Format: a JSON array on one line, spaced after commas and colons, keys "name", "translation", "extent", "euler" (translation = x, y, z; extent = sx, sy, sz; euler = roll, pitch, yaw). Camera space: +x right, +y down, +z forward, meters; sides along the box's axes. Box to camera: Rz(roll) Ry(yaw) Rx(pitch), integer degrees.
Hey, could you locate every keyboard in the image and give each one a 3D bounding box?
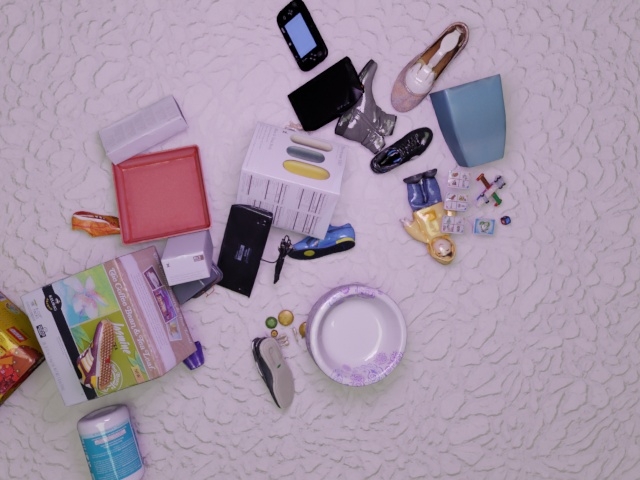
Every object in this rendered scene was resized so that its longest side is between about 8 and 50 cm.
[{"name": "keyboard", "translation": [-0.184, 0.041, 1.758], "extent": [0.201, 0.033, 0.317], "euler": [21, 129, 1]}]

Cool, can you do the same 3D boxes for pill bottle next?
[{"name": "pill bottle", "translation": [-0.595, 0.621, 1.789], "extent": [0.146, 0.146, 0.264], "euler": [-15, 92, -2]}]

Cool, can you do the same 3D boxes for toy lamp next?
[{"name": "toy lamp", "translation": [-0.421, 0.248, 1.818], "extent": [0.080, 0.080, 0.275], "euler": [-26, 93, -1]}]

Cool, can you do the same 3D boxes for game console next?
[{"name": "game console", "translation": [-0.030, -0.513, 1.790], "extent": [0.213, 0.044, 0.361], "euler": [-29, 84, 23]}]

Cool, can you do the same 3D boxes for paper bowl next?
[{"name": "paper bowl", "translation": [0.095, 0.266, 1.797], "extent": [0.284, 0.148, 0.284], "euler": [0, 92, -11]}]

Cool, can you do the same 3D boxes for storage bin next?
[{"name": "storage bin", "translation": [-0.359, 0.127, 1.785], "extent": [0.135, 0.091, 0.098], "euler": [-37, 94, 25]}]

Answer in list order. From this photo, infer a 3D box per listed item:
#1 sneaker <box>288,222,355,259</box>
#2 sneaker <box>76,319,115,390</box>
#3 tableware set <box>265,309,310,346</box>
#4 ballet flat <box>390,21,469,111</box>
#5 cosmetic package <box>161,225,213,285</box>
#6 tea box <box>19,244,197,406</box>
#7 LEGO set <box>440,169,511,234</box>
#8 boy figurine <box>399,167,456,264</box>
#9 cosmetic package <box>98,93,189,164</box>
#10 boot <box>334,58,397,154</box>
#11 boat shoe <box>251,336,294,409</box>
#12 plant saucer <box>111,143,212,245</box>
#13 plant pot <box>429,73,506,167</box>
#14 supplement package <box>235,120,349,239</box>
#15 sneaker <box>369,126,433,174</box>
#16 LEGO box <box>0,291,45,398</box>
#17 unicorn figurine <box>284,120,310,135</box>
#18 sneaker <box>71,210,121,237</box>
[{"name": "sneaker", "translation": [0.000, 0.000, 1.842], "extent": [0.209, 0.069, 0.082], "euler": [-14, 60, 6]}, {"name": "sneaker", "translation": [-0.571, 0.284, 1.558], "extent": [0.083, 0.069, 0.186], "euler": [11, 100, 12]}, {"name": "tableware set", "translation": [-0.083, 0.253, 1.863], "extent": [0.154, 0.024, 0.104], "euler": [-20, 90, -1]}, {"name": "ballet flat", "translation": [0.318, -0.513, 1.807], "extent": [0.107, 0.106, 0.316], "euler": [37, 90, -4]}, {"name": "cosmetic package", "translation": [-0.365, 0.035, 1.728], "extent": [0.117, 0.231, 0.086], "euler": [-12, 113, -1]}, {"name": "tea box", "translation": [-0.571, 0.229, 1.699], "extent": [0.323, 0.220, 0.329], "euler": [-21, 93, 16]}, {"name": "LEGO set", "translation": [0.459, -0.108, 1.833], "extent": [0.244, 0.060, 0.183], "euler": [3, 97, -23]}, {"name": "boy figurine", "translation": [0.322, -0.060, 1.835], "extent": [0.177, 0.092, 0.285], "euler": [-14, 91, -9]}, {"name": "cosmetic package", "translation": [-0.506, -0.316, 1.781], "extent": [0.239, 0.060, 0.099], "euler": [-27, 59, -1]}, {"name": "boot", "translation": [0.156, -0.390, 1.826], "extent": [0.161, 0.083, 0.247], "euler": [22, 99, -8]}, {"name": "boat shoe", "translation": [-0.141, 0.393, 1.847], "extent": [0.084, 0.079, 0.233], "euler": [-31, 108, -43]}, {"name": "plant saucer", "translation": [-0.454, -0.128, 1.791], "extent": [0.258, 0.048, 0.259], "euler": [-11, 79, -2]}, {"name": "plant pot", "translation": [0.439, -0.338, 1.796], "extent": [0.165, 0.166, 0.234], "euler": [-16, 100, -2]}, {"name": "supplement package", "translation": [-0.081, -0.165, 1.719], "extent": [0.262, 0.198, 0.199], "euler": [15, 50, -4]}, {"name": "sneaker", "translation": [0.247, -0.260, 1.806], "extent": [0.217, 0.121, 0.079], "euler": [-34, 94, -1]}, {"name": "LEGO box", "translation": [-1.068, 0.277, 1.729], "extent": [0.500, 0.193, 0.372], "euler": [44, 89, -4]}, {"name": "unicorn figurine", "translation": [-0.061, -0.269, 1.820], "extent": [0.111, 0.060, 0.162], "euler": [11, 86, -14]}, {"name": "sneaker", "translation": [-0.636, -0.038, 1.812], "extent": [0.175, 0.064, 0.067], "euler": [13, 112, 2]}]
